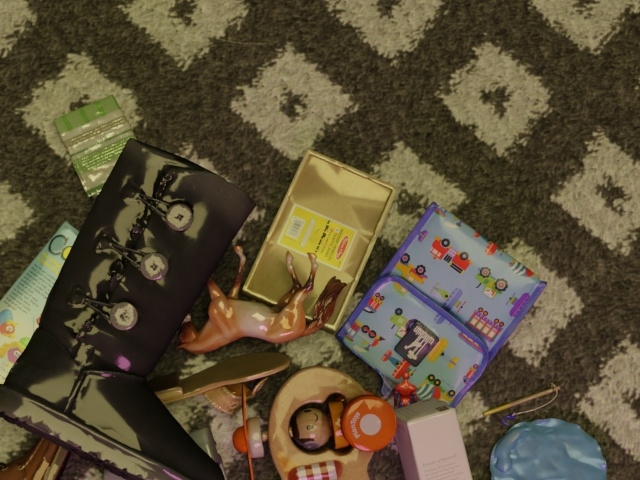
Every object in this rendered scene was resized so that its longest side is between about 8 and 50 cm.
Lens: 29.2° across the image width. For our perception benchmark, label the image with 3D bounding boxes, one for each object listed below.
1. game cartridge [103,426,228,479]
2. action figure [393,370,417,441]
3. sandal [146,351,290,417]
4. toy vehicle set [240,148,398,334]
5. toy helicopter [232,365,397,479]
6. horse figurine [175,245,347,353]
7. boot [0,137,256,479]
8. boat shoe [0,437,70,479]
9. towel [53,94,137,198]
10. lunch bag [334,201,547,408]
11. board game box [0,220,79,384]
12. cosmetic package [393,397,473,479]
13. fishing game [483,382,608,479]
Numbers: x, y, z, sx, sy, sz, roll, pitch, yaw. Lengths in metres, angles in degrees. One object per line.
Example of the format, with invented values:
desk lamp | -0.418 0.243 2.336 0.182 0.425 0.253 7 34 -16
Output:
game cartridge | -0.211 0.450 1.825 0.198 0.062 0.297 -20 77 3
action figure | 0.132 0.258 1.917 0.038 0.030 0.115 4 110 10
sandal | -0.157 0.239 1.915 0.240 0.088 0.079 -12 108 -2
toy vehicle set | 0.000 0.000 2.001 0.166 0.035 0.267 25 74 1
toy helicopter | -0.045 0.359 1.858 0.235 0.140 0.355 19 87 -7
horse figurine | -0.093 0.099 1.916 0.263 0.066 0.175 4 89 2
boot | -0.214 0.121 1.779 0.367 0.146 0.445 30 72 -13
boat shoe | -0.453 0.371 1.818 0.104 0.111 0.307 24 74 0
towel | -0.358 -0.153 2.016 0.113 0.023 0.152 -24 77 -14
lunch bag | 0.180 0.121 1.957 0.221 0.138 0.293 36 91 3
board game box | -0.414 0.133 1.868 0.144 0.142 0.275 36 75 2
cosmetic package | 0.178 0.364 1.853 0.085 0.117 0.231 -16 93 -10
fishing game | 0.358 0.370 1.934 0.189 0.041 0.264 -22 66 -11
